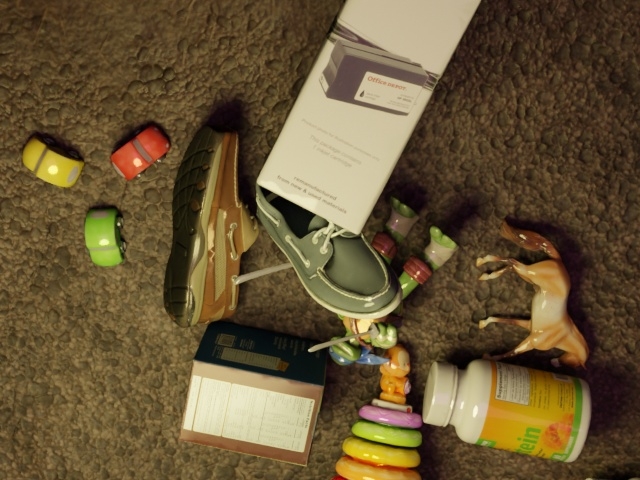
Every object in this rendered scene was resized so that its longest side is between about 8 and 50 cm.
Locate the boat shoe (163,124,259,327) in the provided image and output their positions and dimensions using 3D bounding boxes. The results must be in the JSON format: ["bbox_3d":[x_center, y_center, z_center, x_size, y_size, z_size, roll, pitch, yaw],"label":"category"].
[{"bbox_3d":[-0.164,-0.020,1.694,0.120,0.122,0.324,2,109,-29],"label":"boat shoe"}]

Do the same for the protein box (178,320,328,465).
[{"bbox_3d":[-0.101,0.235,1.698,0.201,0.200,0.136,12,104,-1],"label":"protein box"}]

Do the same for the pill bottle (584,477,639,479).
[{"bbox_3d":[0.570,0.476,1.756,0.283,0.160,0.160,9,104,-1],"label":"pill bottle"}]

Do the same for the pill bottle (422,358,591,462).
[{"bbox_3d":[0.293,0.265,1.715,0.246,0.136,0.136,11,104,-1],"label":"pill bottle"}]

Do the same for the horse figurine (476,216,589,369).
[{"bbox_3d":[0.340,0.095,1.721,0.174,0.066,0.263,-2,107,10],"label":"horse figurine"}]

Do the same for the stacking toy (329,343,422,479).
[{"bbox_3d":[0.106,0.318,1.750,0.166,0.175,0.302,8,84,34],"label":"stacking toy"}]

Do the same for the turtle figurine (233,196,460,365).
[{"bbox_3d":[0.068,0.064,1.645,0.275,0.198,0.266,35,93,-25],"label":"turtle figurine"}]

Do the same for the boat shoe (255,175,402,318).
[{"bbox_3d":[0.000,0.000,1.590,0.116,0.319,0.099,-35,138,-12],"label":"boat shoe"}]

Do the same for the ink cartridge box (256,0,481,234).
[{"bbox_3d":[0.075,-0.241,1.535,0.166,0.285,0.395,27,102,-4],"label":"ink cartridge box"}]

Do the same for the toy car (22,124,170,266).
[{"bbox_3d":[-0.351,-0.063,1.710,0.239,0.053,0.225,-4,103,3],"label":"toy car"}]
